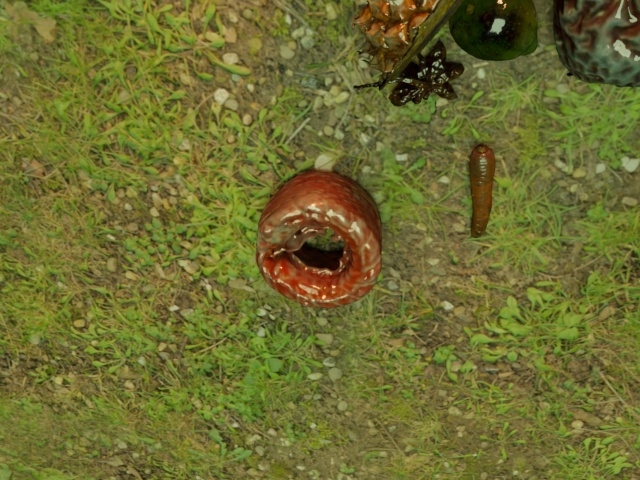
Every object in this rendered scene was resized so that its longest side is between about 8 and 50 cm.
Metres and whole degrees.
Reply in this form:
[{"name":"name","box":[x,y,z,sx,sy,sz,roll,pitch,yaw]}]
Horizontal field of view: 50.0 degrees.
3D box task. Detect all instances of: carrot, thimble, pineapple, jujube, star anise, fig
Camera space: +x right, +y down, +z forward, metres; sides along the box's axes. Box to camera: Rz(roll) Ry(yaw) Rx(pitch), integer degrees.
[{"name":"carrot","box":[0.291,-0.083,1.245,0.047,0.047,0.191,-3,127,8]},{"name":"thimble","box":[0.000,0.000,1.253,0.239,0.162,0.239,2,122,4]},{"name":"pineapple","box":[0.068,-0.391,0.930,0.271,0.262,0.262,41,118,1]},{"name":"jujube","box":[0.438,-0.370,0.958,0.225,0.226,0.317,3,127,4]},{"name":"star anise","box":[0.145,-0.263,1.126,0.190,0.070,0.097,-9,132,-3]},{"name":"fig","box":[0.281,-0.334,1.063,0.156,0.123,0.123,5,132,-42]}]
